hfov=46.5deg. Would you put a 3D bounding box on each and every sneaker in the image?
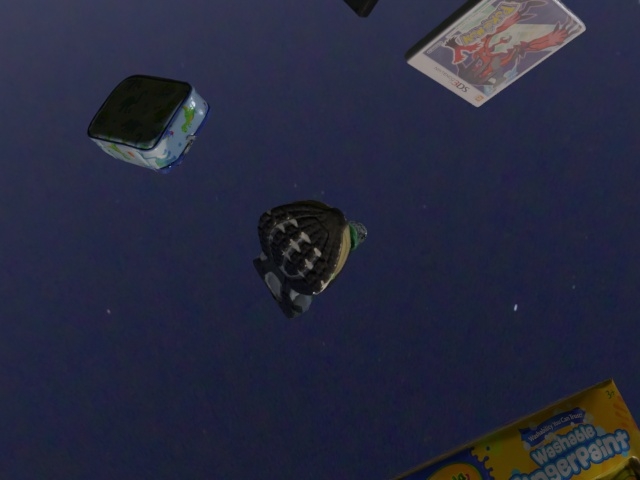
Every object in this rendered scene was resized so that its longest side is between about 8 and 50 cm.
[{"bbox_3d":[0.000,0.000,1.258,0.182,0.410,0.158,-35,-95,-19],"label":"sneaker"}]

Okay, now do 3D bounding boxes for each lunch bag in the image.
[{"bbox_3d":[-0.326,-0.230,1.429,0.219,0.090,0.176,16,-110,35],"label":"lunch bag"}]

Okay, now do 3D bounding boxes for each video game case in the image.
[{"bbox_3d":[0.254,-0.288,1.082,0.201,0.183,0.023,-35,-127,33],"label":"video game case"}]

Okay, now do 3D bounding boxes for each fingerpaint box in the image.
[{"bbox_3d":[0.327,0.459,1.103,0.445,0.163,0.371,-15,-109,-27],"label":"fingerpaint box"}]

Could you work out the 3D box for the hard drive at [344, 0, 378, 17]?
[{"bbox_3d":[0.035,-0.350,0.902,0.022,0.094,0.135,-16,-119,-49],"label":"hard drive"}]
